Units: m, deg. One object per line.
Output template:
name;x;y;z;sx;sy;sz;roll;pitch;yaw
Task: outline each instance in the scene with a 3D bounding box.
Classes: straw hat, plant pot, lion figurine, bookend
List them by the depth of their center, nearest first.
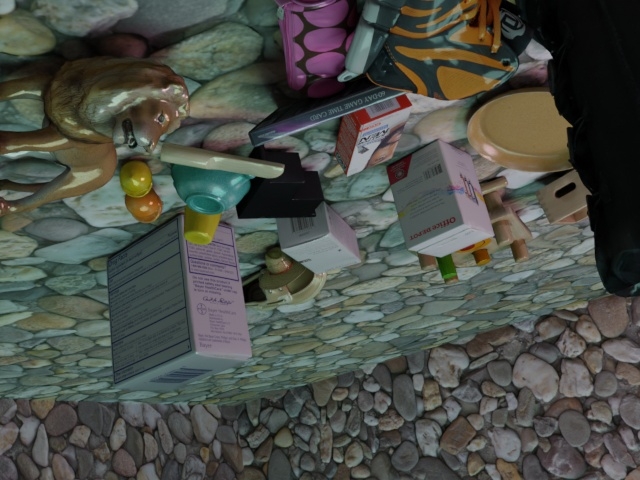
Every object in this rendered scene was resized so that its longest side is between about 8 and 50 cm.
lion figurine;-0.333;-0.139;0.980;0.240;0.142;0.392;-10;175;-25
plant pot;0.372;-0.192;1.224;0.236;0.032;0.236;10;155;5
bookend;-0.058;-0.104;1.264;0.156;0.072;0.157;-3;157;-25
straw hat;-0.098;0.049;1.654;0.144;0.144;0.061;-21;116;25

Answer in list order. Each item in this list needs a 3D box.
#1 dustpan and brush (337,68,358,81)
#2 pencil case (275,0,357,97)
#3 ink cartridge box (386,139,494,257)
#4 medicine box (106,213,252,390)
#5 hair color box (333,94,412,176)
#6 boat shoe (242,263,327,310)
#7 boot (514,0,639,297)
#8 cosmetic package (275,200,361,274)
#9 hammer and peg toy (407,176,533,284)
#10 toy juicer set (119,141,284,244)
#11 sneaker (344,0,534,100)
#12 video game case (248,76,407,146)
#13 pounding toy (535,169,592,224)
dustpan and brush;0.108;-0.266;0.887;0.211;0.060;0.147;-25;158;7
pencil case;-0.008;-0.255;0.869;0.098;0.095;0.209;-44;162;-13
ink cartridge box;0.226;-0.073;1.347;0.128;0.176;0.127;-25;155;34
medicine box;-0.295;0.133;1.451;0.263;0.289;0.149;-26;153;35
hair color box;0.081;-0.176;1.148;0.093;0.053;0.167;-24;164;-14
boat shoe;-0.106;0.110;1.762;0.098;0.109;0.302;7;158;-43
boot;0.342;-0.150;0.819;0.146;0.445;0.367;-21;158;23
cosmetic package;0.000;0.000;1.556;0.117;0.085;0.231;-17;158;16
hammer and peg toy;0.340;-0.012;1.642;0.266;0.127;0.361;-20;158;21
toy juicer set;-0.216;-0.108;1.178;0.209;0.089;0.329;19;151;-23
sneaker;0.152;-0.276;0.733;0.180;0.125;0.321;20;146;-3
video game case;0.050;-0.201;0.977;0.274;0.026;0.196;-16;-164;14
pounding toy;0.609;-0.117;1.576;0.206;0.094;0.181;-2;155;-48
